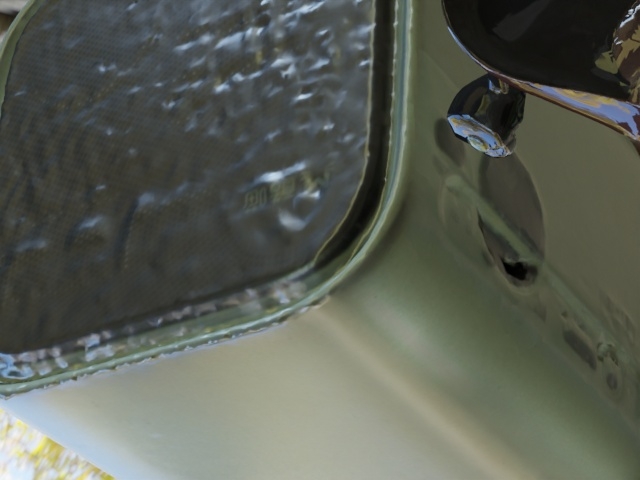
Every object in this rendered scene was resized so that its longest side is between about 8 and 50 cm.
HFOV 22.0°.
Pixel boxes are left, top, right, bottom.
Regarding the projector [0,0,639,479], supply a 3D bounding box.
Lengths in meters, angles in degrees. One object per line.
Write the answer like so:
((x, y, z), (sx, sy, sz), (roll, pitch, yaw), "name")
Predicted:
((0.000, 0.000, 0.793), (0.249, 0.248, 0.249), (41, -138, -44), "projector")

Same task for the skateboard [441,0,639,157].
((0.093, -0.045, 0.366), (0.151, 0.080, 0.067), (25, -110, 35), "skateboard")
